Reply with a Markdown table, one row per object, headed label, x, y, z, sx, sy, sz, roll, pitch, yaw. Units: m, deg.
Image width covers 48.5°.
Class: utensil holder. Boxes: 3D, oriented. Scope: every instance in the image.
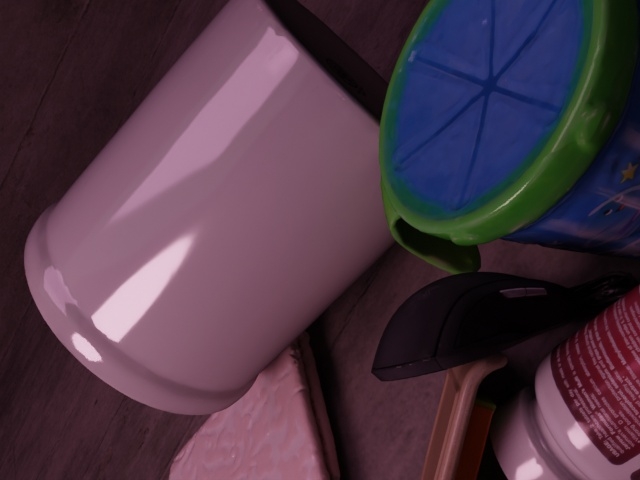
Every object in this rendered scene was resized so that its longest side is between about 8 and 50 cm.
| label | x | y | z | sx | sy | sz | roll | pitch | yaw |
| --- | --- | --- | --- | --- | --- | --- | --- | --- | --- |
| utensil holder | -0.089 | -0.049 | 0.813 | 0.385 | 0.327 | 0.328 | -46 | 36 | 19 |

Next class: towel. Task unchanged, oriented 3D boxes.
| label | x | y | z | sx | sy | sz | roll | pitch | yaw |
| --- | --- | --- | --- | --- | --- | --- | --- | --- | --- |
| towel | -0.089 | 0.326 | 0.895 | 0.332 | 0.053 | 0.317 | -49 | 36 | 26 |

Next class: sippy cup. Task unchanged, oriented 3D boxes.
| label | x | y | z | sx | sy | sz | roll | pitch | yaw |
| --- | --- | --- | --- | --- | --- | --- | --- | --- | --- |
| sippy cup | 0.200 | -0.089 | 0.559 | 0.305 | 0.224 | 0.240 | -2 | 73 | 61 |

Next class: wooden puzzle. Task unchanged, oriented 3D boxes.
| label | x | y | z | sx | sy | sz | roll | pitch | yaw |
| --- | --- | --- | --- | --- | --- | --- | --- | --- | --- |
| wooden puzzle | 0.102 | 0.201 | 0.591 | 0.221 | 0.044 | 0.239 | 32 | -103 | -80 |

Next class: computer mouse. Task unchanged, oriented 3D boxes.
| label | x | y | z | sx | sy | sz | roll | pitch | yaw |
| --- | --- | --- | --- | --- | --- | --- | --- | --- | --- |
| computer mouse | 0.119 | 0.058 | 0.580 | 0.184 | 0.262 | 0.060 | -25 | 78 | 54 |

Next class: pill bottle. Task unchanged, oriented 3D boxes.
| label | x | y | z | sx | sy | sz | roll | pitch | yaw |
| --- | --- | --- | --- | --- | --- | --- | --- | --- | --- |
| pill bottle | 0.231 | 0.103 | 0.497 | 0.221 | 0.121 | 0.121 | -47 | 36 | 29 |
